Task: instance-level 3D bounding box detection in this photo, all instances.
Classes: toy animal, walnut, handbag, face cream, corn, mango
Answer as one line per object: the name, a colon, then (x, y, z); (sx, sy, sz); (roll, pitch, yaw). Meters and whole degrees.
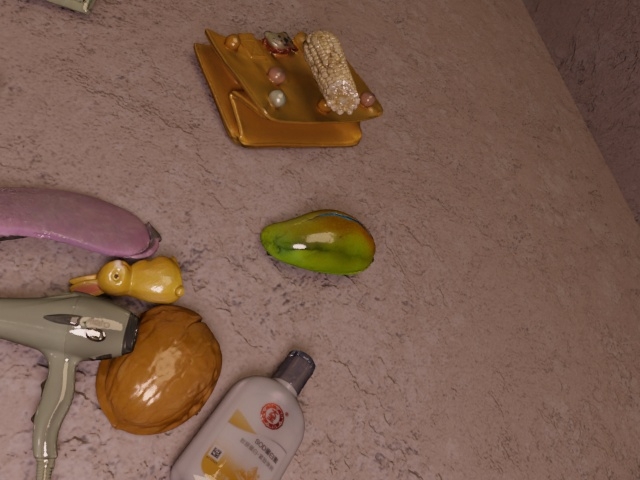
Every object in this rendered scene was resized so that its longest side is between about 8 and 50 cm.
toy animal: (-0.291, 0.061, 0.884); (0.159, 0.070, 0.083); (4, 22, -27)
walnut: (-0.218, 0.177, 0.850); (0.167, 0.087, 0.211); (41, 44, -9)
handbag: (-0.064, -0.354, 1.327); (0.401, 0.133, 0.283); (-12, 64, -43)
face cream: (-0.093, 0.283, 0.885); (0.144, 0.071, 0.291); (45, 43, -4)
corn: (0.020, -0.357, 1.233); (0.087, 0.087, 0.210); (10, 48, -33)
mango: (0.000, 0.000, 1.134); (0.233, 0.111, 0.125); (10, 43, -19)

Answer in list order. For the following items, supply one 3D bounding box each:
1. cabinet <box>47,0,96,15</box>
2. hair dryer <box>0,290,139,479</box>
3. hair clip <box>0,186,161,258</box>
cabinet: (-0.493, -0.563, 1.105); (0.145, 0.150, 0.206); (8, 57, -41)
hair dryer: (-0.385, 0.169, 0.737); (0.229, 0.092, 0.267); (26, 64, -4)
hair clip: (-0.403, -0.025, 0.861); (0.359, 0.110, 0.095); (-2, 103, -44)
